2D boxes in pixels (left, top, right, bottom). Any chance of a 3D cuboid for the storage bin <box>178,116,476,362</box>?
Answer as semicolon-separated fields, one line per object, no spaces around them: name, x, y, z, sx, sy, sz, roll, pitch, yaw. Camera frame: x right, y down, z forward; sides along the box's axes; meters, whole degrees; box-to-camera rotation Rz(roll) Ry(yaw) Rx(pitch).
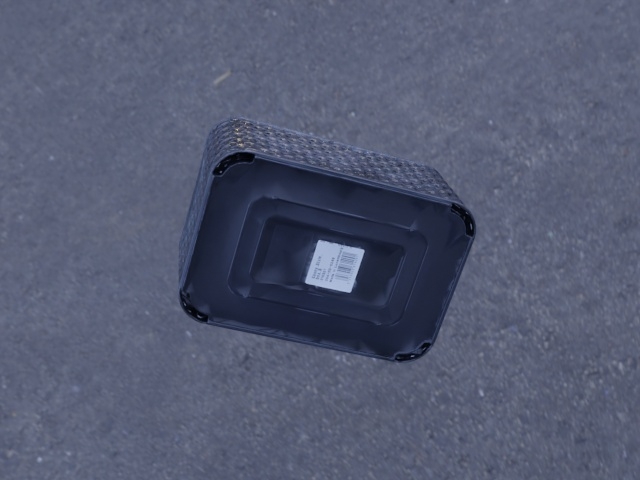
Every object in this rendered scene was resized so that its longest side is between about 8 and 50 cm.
storage bin;0.000;0.000;0.634;0.084;0.180;0.122;-108;34;-66
